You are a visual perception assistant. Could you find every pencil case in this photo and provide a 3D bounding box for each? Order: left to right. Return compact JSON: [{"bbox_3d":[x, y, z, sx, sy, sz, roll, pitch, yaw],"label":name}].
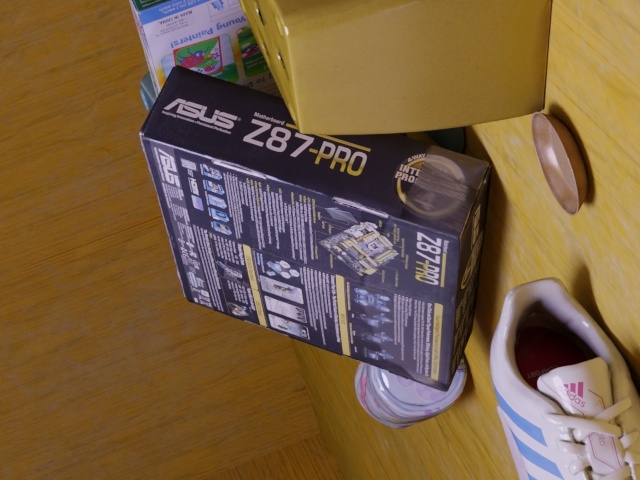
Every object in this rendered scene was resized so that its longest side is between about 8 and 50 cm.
[{"bbox_3d":[0.107,0.166,2.160,0.273,0.113,0.124,108,151,-79],"label":"pencil case"}]

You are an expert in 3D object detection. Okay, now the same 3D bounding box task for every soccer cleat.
[{"bbox_3d":[0.213,0.176,1.337,0.143,0.116,0.331,79,168,-57],"label":"soccer cleat"}]

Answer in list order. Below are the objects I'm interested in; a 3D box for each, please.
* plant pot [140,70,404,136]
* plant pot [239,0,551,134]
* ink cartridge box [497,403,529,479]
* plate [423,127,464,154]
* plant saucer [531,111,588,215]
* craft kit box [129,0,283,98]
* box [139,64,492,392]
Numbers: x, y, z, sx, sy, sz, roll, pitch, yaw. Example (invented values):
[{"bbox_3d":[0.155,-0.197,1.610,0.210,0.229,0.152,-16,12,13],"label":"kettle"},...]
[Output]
[{"bbox_3d":[-0.063,-0.144,1.984,0.248,0.252,0.247,-129,18,-70],"label":"plant pot"},{"bbox_3d":[0.040,-0.198,1.285,0.212,0.187,0.212,80,167,-61],"label":"plant pot"},{"bbox_3d":[0.246,0.265,1.616,0.232,0.066,0.189,-117,9,-70],"label":"ink cartridge box"},{"bbox_3d":[0.091,-0.166,1.668,0.188,0.024,0.188,160,90,-84],"label":"plate"},{"bbox_3d":[0.182,-0.060,1.303,0.083,0.015,0.083,160,90,-83],"label":"plant saucer"},{"bbox_3d":[-0.052,-0.201,1.739,0.247,0.250,0.061,79,167,-50],"label":"craft kit box"},{"bbox_3d":[0.000,0.000,1.739,0.395,0.318,0.097,84,-151,-64],"label":"box"}]
